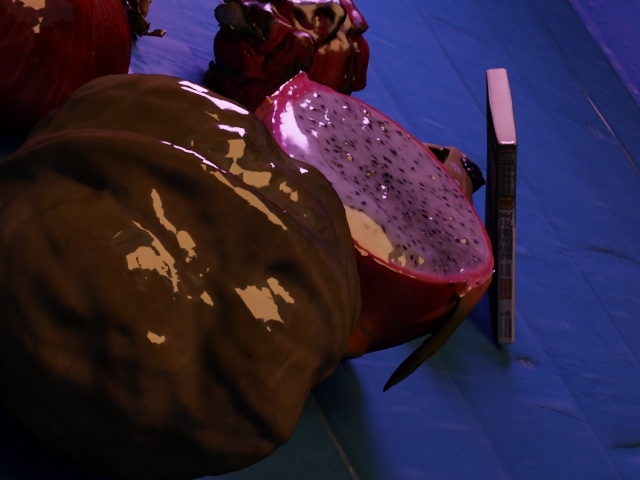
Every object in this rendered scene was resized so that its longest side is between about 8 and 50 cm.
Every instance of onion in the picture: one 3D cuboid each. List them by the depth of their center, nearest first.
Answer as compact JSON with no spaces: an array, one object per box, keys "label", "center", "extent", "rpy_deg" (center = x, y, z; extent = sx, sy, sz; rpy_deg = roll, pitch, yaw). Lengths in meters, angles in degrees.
[{"label":"onion","center":[-0.258,-0.195,1.625],"extent":[0.248,0.161,0.248],"rpy_deg":[26,53,-40]}]

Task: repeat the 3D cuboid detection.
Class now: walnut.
[{"label":"walnut","center":[-0.118,0.031,1.387],"extent":[0.277,0.282,0.253],"rpy_deg":[39,-16,-16]}]

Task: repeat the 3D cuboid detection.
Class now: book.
[{"label":"book","center":[0.211,-0.041,2.294],"extent":[0.202,0.027,0.264],"rpy_deg":[-87,175,-61]}]

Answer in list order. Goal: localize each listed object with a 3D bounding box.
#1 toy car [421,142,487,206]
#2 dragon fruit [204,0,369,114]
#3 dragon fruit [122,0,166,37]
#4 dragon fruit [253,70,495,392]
[{"label":"toy car","center":[0.110,-0.038,2.203],"extent":[0.124,0.101,0.256],"rpy_deg":[43,23,-18]},{"label":"dragon fruit","center":[-0.032,-0.200,2.076],"extent":[0.182,0.182,0.188],"rpy_deg":[48,22,-9]},{"label":"dragon fruit","center":[-0.193,-0.314,2.028],"extent":[0.125,0.125,0.246],"rpy_deg":[70,11,-61]},{"label":"dragon fruit","center":[0.000,0.000,1.809],"extent":[0.291,0.189,0.290],"rpy_deg":[35,26,-19]}]
